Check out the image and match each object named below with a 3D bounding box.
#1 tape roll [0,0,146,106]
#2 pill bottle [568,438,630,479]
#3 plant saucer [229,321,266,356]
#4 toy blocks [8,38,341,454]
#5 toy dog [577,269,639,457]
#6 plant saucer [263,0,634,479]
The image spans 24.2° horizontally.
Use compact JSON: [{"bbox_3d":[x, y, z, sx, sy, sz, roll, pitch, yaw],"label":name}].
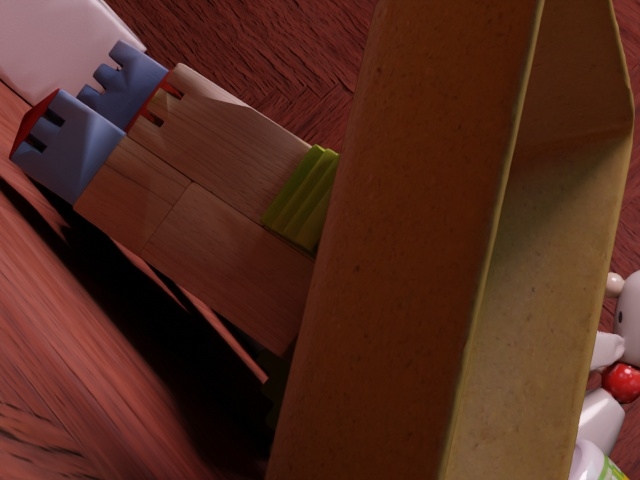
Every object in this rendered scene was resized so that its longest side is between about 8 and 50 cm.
[{"bbox_3d":[-0.280,-0.230,1.258,0.286,0.100,0.286,46,2,-2],"label":"tape roll"},{"bbox_3d":[0.268,0.304,1.303,0.245,0.136,0.136,46,2,-6],"label":"pill bottle"},{"bbox_3d":[0.008,0.109,1.211,0.317,0.044,0.317,46,1,-1],"label":"plant saucer"},{"bbox_3d":[-0.053,-0.012,0.901,0.261,0.190,0.381,34,-3,21],"label":"toy blocks"},{"bbox_3d":[0.229,0.168,1.518,0.161,0.333,0.220,30,-26,6],"label":"toy dog"},{"bbox_3d":[0.064,0.043,0.670,0.081,0.332,0.333,10,-11,17],"label":"plant saucer"}]
